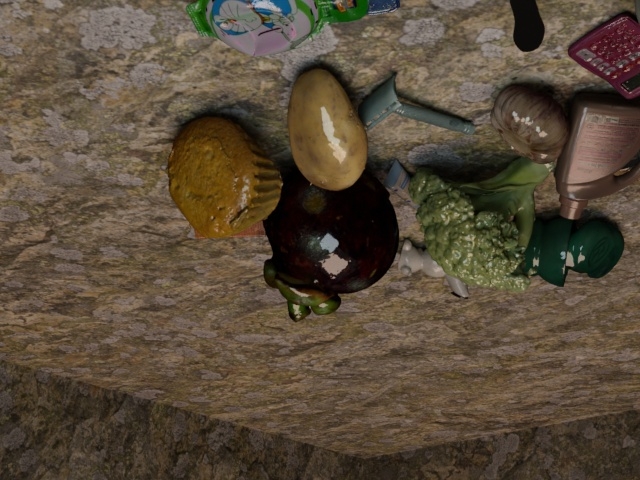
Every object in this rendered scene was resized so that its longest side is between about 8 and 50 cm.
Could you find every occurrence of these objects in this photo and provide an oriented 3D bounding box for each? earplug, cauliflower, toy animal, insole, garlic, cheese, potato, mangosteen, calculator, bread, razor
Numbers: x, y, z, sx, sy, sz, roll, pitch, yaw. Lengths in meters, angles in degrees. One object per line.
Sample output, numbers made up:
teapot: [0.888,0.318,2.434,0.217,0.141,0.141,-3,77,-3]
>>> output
earplug: [0.569,0.018,2.046,0.280,0.163,0.257,9,-169,9]
cauliflower: [0.332,-0.041,1.804,0.281,0.327,0.260,-37,-175,-25]
toy animal: [0.280,0.071,2.150,0.182,0.127,0.131,11,147,4]
insole: [0.333,-0.353,1.424,0.053,0.002,0.152,-9,152,19]
garlic: [0.380,-0.213,1.583,0.159,0.102,0.147,45,166,-25]
cheese: [-0.043,-0.355,1.332,0.321,0.083,0.204,-5,153,12]
potato: [0.010,-0.199,1.584,0.161,0.128,0.234,1,125,48]
mangosteen: [0.015,-0.009,1.781,0.312,0.311,0.311,0,153,0]
calculator: [0.519,-0.310,1.477,0.191,0.034,0.127,25,146,-30]
bread: [-0.188,-0.122,1.672,0.240,0.239,0.139,-26,172,42]
razor: [0.191,-0.231,1.622,0.232,0.068,0.106,10,154,-33]

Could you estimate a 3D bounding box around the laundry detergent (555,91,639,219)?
laundry detergent: [0.525,-0.148,1.620,0.171,0.076,0.237,4,117,0]

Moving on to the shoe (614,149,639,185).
shoe: [0.579,-0.161,1.716,0.180,0.092,0.089,-7,157,7]

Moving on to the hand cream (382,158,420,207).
hand cream: [0.181,-0.111,1.862,0.043,0.065,0.171,21,172,38]

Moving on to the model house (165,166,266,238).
model house: [-0.211,-0.073,1.844,0.220,0.135,0.207,-3,155,7]

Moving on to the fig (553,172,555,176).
fig: [0.522,-0.130,1.798,0.098,0.082,0.084,6,-167,25]

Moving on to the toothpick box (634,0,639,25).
toothpick box: [0.603,-0.304,1.313,0.229,0.228,0.316,-15,151,29]
